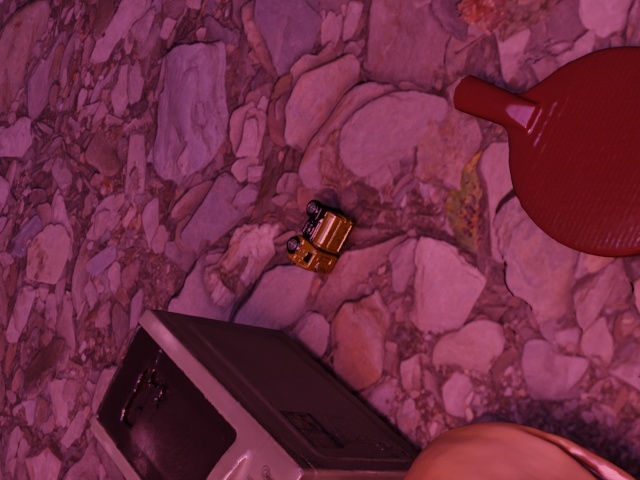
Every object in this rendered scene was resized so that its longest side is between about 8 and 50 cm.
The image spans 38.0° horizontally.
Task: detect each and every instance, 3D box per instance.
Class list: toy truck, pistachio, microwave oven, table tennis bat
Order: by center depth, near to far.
[{"bbox_3d":[0.190,0.260,0.744,0.299,0.188,0.187,25,96,38],"label":"pistachio"},{"bbox_3d":[0.250,-0.101,0.904,0.310,0.038,0.200,33,101,45],"label":"table tennis bat"},{"bbox_3d":[-0.069,0.229,0.973,0.295,0.238,0.181,36,103,43],"label":"microwave oven"},{"bbox_3d":[0.000,0.000,1.114,0.054,0.049,0.083,37,102,43],"label":"toy truck"}]

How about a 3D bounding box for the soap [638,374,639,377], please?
[{"bbox_3d":[0.348,0.039,0.741,0.122,0.066,0.203,21,92,46],"label":"soap"}]
